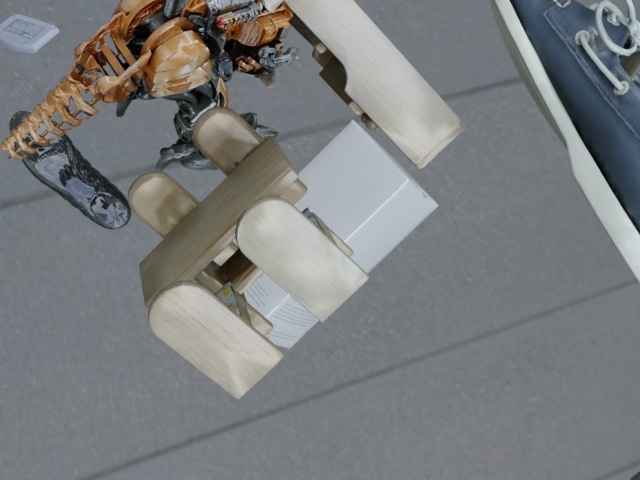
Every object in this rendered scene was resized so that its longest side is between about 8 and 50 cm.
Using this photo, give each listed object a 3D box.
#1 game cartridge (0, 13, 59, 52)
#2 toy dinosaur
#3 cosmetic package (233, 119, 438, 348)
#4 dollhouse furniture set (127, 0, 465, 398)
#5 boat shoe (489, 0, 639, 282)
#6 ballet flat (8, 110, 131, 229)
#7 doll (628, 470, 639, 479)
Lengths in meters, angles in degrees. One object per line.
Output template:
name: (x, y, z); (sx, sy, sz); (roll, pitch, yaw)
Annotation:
game cartridge: (-0.399, -0.277, 1.264); (0.056, 0.083, 0.017); (-48, 147, -33)
toy dinosaur: (-0.127, -0.172, 0.831); (0.321, 0.164, 0.218); (-12, 162, -5)
cosmetic package: (0.000, 0.000, 1.567); (0.365, 0.155, 0.197); (-45, 157, 6)
dollhouse furniture set: (-0.052, -0.061, 0.649); (0.242, 0.212, 0.161); (-44, 117, 7)
boat shoe: (0.172, -0.098, 0.584); (0.079, 0.255, 0.095); (-28, 153, 16)
ballet flat: (-0.282, -0.075, 1.051); (0.057, 0.049, 0.173); (-45, 109, -10)
doll: (0.233, 0.204, 0.688); (0.129, 0.046, 0.189); (-38, 151, -36)
